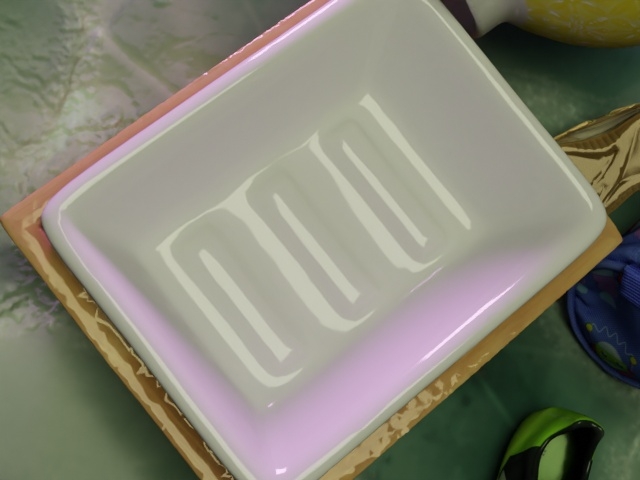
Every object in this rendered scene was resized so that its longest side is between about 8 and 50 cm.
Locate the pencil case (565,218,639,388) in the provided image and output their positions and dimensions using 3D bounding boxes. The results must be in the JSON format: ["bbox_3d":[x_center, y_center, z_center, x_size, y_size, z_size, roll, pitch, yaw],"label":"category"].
[{"bbox_3d":[0.298,-0.022,0.856,0.306,0.133,0.119,-39,62,-20],"label":"pencil case"}]

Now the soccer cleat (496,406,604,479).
[{"bbox_3d":[0.127,0.187,0.798,0.060,0.072,0.179,25,75,-13],"label":"soccer cleat"}]

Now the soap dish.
[{"bbox_3d":[0.000,0.000,0.748,0.291,0.118,0.229,-38,87,-20],"label":"soap dish"}]

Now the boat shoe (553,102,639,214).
[{"bbox_3d":[0.179,-0.047,0.858,0.170,0.059,0.063,-23,95,1],"label":"boat shoe"}]

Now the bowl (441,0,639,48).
[{"bbox_3d":[0.118,-0.213,0.762,0.156,0.289,0.289,-38,95,-1],"label":"bowl"}]
